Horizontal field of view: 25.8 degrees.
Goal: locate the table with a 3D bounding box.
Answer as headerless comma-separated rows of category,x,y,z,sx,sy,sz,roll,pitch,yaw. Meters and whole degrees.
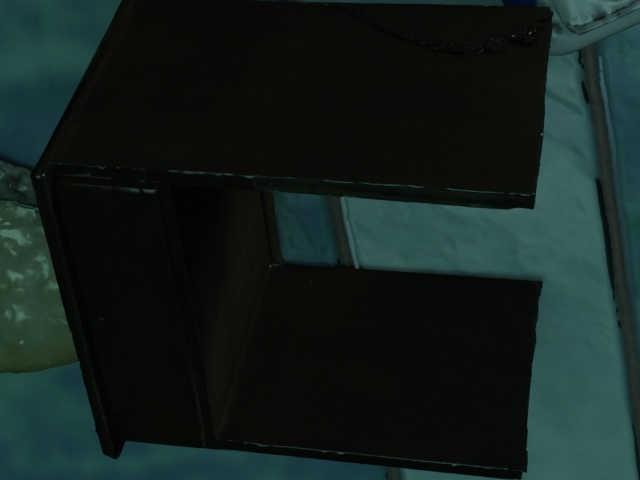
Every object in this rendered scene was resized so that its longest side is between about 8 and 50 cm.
table,0.000,0.000,0.895,0.282,0.196,0.250,4,131,10

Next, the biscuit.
biscuit,-0.248,0.021,1.078,0.265,0.040,0.188,-9,115,16

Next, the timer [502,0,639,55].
timer,0.209,-0.231,0.842,0.253,0.078,0.178,-23,108,20
